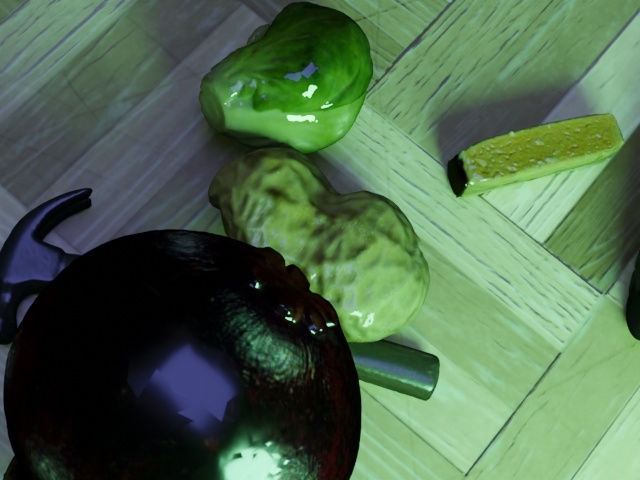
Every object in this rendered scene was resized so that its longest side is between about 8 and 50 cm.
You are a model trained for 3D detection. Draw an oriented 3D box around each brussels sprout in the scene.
[{"bbox_3d":[-0.027,-0.162,1.315,0.145,0.131,0.183,34,62,10],"label":"brussels sprout"}]

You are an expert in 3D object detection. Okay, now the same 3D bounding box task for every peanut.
[{"bbox_3d":[0.000,0.000,1.245,0.233,0.110,0.197,29,31,6],"label":"peanut"}]

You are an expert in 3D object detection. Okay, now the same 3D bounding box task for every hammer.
[{"bbox_3d":[-0.098,0.077,1.257,0.439,0.044,0.168,17,68,-3],"label":"hammer"}]

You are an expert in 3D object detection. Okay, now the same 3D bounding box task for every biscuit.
[{"bbox_3d":[0.227,-0.089,1.372,0.187,0.056,0.052,-14,70,-14],"label":"biscuit"}]

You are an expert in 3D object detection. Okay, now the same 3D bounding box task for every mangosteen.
[{"bbox_3d":[-0.129,0.158,1.080,0.307,0.307,0.347,43,110,8],"label":"mangosteen"}]

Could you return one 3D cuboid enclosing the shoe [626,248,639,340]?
[{"bbox_3d":[0.415,-0.015,1.342,0.137,0.114,0.291,19,69,4],"label":"shoe"}]
